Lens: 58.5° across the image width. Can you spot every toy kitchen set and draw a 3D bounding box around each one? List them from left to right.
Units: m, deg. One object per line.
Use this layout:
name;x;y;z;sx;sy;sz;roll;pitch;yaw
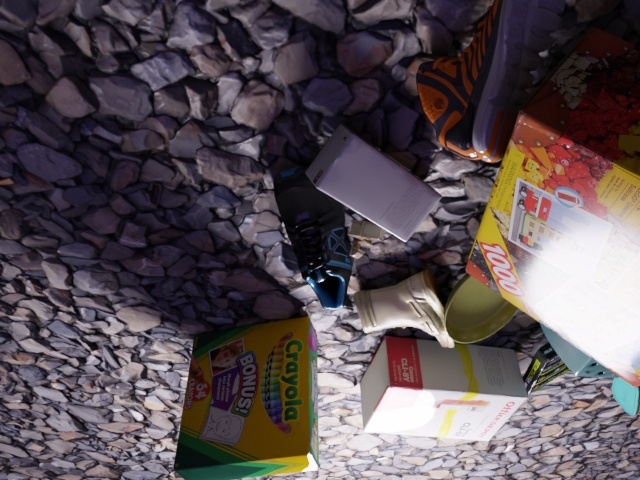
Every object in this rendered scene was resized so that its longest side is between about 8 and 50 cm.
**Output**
toy kitchen set;0.103;0.006;1.173;0.075;0.068;0.083;9;168;33

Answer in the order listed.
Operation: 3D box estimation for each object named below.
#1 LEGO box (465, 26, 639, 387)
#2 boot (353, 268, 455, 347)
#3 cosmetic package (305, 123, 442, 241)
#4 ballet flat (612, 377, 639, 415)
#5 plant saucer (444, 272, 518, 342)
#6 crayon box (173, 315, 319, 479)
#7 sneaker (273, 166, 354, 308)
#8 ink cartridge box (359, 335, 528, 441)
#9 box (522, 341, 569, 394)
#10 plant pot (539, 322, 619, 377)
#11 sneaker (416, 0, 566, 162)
LEGO box;0.463;-0.012;0.884;0.373;0.193;0.500;37;162;21
boot;0.209;0.190;1.390;0.204;0.095;0.262;-18;133;16
cosmetic package;0.100;-0.104;1.057;0.231;0.085;0.117;31;104;-28
ballet flat;0.881;0.329;1.543;0.182;0.164;0.482;-35;137;3
plant saucer;0.378;0.133;1.321;0.241;0.037;0.240;-15;127;-21
crayon box;-0.166;0.377;1.383;0.313;0.362;0.106;-11;136;10
sneaker;0.000;0.000;1.148;0.125;0.139;0.340;-12;135;15
ink cartridge box;0.331;0.420;1.593;0.385;0.160;0.279;7;136;-9
box;0.632;0.311;1.514;0.191;0.045;0.184;-23;144;-19
plant pot;0.612;0.182;1.293;0.166;0.234;0.165;4;137;-7
sneaker;0.237;-0.289;0.860;0.125;0.180;0.320;7;105;-37
